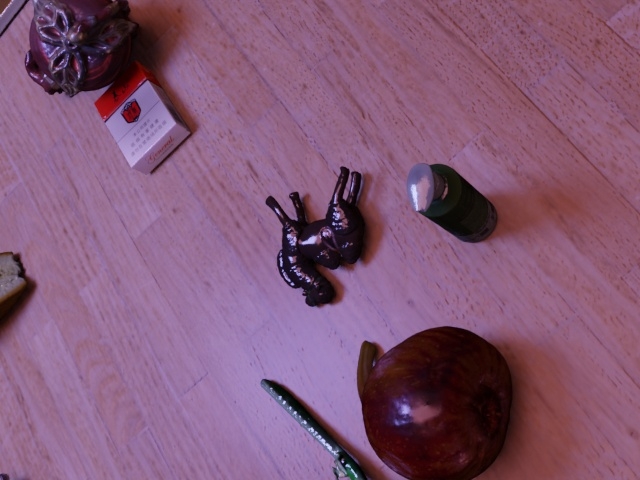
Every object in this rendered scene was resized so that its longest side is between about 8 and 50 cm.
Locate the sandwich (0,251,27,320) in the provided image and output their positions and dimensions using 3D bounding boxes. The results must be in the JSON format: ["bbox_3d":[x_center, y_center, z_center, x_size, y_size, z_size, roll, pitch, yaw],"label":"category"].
[{"bbox_3d":[-0.591,0.111,1.295,0.235,0.128,0.122,-44,71,12],"label":"sandwich"}]

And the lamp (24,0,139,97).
[{"bbox_3d":[-0.370,-0.294,1.251,0.215,0.223,0.151,-32,86,6],"label":"lamp"}]

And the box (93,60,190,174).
[{"bbox_3d":[-0.277,-0.190,1.251,0.100,0.048,0.152,-41,64,10],"label":"box"}]

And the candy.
[{"bbox_3d":[0.026,0.269,0.986,0.323,0.097,0.097,39,97,37],"label":"candy"}]

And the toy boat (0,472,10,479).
[{"bbox_3d":[-0.533,0.419,1.226,0.210,0.066,0.084,-23,67,21],"label":"toy boat"}]

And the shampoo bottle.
[{"bbox_3d":[0.145,-0.042,0.913,0.065,0.204,0.065,-6,77,25],"label":"shampoo bottle"}]

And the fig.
[{"bbox_3d":[0.106,0.188,0.917,0.207,0.175,0.175,-8,74,40],"label":"fig"}]

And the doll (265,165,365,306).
[{"bbox_3d":[0.000,0.000,1.064,0.139,0.057,0.165,-16,80,21],"label":"doll"}]

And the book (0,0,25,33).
[{"bbox_3d":[-0.666,-0.458,1.519,0.389,0.032,0.269,-47,61,10],"label":"book"}]
